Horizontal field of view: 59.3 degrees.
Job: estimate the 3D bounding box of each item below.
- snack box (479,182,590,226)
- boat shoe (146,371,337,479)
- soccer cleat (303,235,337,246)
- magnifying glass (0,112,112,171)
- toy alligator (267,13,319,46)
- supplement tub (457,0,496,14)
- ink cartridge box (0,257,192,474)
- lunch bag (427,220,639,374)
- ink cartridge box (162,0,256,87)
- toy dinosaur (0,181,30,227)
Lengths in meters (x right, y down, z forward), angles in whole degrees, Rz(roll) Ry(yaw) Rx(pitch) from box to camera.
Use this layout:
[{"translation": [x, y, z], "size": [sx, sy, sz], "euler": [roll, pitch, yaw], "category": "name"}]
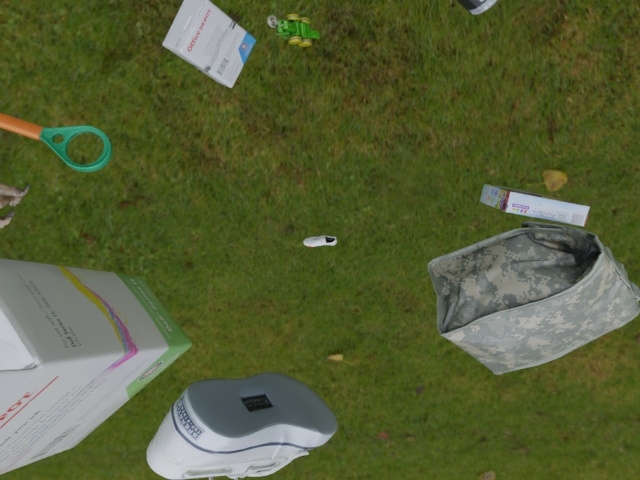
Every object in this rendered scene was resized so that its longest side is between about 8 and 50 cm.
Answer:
[{"translation": [0.350, -0.060, 0.928], "size": [0.141, 0.100, 0.037], "euler": [10, 100, -10], "category": "snack box"}, {"translation": [-0.113, 0.300, 0.842], "size": [0.156, 0.136, 0.367], "euler": [-47, 153, 11], "category": "boat shoe"}, {"translation": [0.000, 0.000, 1.384], "size": [0.083, 0.029, 0.036], "euler": [1, 161, -5], "category": "soccer cleat"}, {"translation": [-0.524, -0.201, 1.108], "size": [0.230, 0.092, 0.026], "euler": [19, 164, -1], "category": "magnifying glass"}, {"translation": [-0.069, -0.442, 1.182], "size": [0.051, 0.189, 0.056], "euler": [-1, 98, 33], "category": "toy alligator"}, {"translation": [0.373, -0.686, 1.452], "size": [0.190, 0.117, 0.117], "euler": [26, 132, -33], "category": "supplement tub"}, {"translation": [-0.294, 0.125, 0.523], "size": [0.207, 0.353, 0.119], "euler": [-40, 78, 3], "category": "ink cartridge box"}, {"translation": [0.363, 0.090, 0.943], "size": [0.286, 0.169, 0.235], "euler": [-25, 139, 29], "category": "lunch bag"}, {"translation": [-0.268, -0.484, 1.374], "size": [0.190, 0.082, 0.140], "euler": [23, 97, -55], "category": "ink cartridge box"}, {"translation": [-0.590, -0.082, 0.889], "size": [0.200, 0.296, 0.127], "euler": [30, 133, -27], "category": "toy dinosaur"}]
